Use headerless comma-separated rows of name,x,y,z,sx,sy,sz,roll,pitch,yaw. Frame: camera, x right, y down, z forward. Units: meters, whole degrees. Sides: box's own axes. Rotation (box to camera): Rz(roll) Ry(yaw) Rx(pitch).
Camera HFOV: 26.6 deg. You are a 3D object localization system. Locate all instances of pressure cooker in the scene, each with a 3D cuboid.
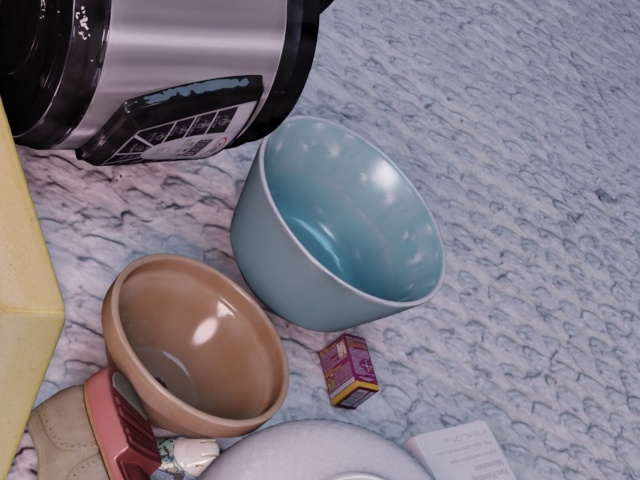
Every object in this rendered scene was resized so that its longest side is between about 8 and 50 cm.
pressure cooker,-0.196,-0.293,1.686,0.420,0.376,0.370,-3,30,-38

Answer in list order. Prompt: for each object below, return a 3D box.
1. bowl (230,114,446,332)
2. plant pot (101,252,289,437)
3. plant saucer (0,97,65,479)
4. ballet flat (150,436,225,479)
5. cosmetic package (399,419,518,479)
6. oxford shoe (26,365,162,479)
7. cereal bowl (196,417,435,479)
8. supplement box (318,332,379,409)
bowl,0.000,0.000,1.828,0.311,0.163,0.312,28,39,-26
plant pot,-0.162,0.139,1.560,0.237,0.110,0.237,28,37,-24
plant saucer,-0.362,0.034,1.337,0.333,0.081,0.333,-83,164,-59
ballet flat,-0.117,0.254,1.539,0.188,0.070,0.070,22,42,-31
cosmetic package,0.153,0.342,1.661,0.151,0.151,0.184,-5,59,-48
oxford shoe,-0.214,0.303,1.352,0.123,0.130,0.348,55,14,-55
cereal bowl,0.019,0.343,1.438,0.338,0.141,0.339,10,62,-20
supplement box,0.037,0.173,1.792,0.043,0.055,0.083,17,45,-38
